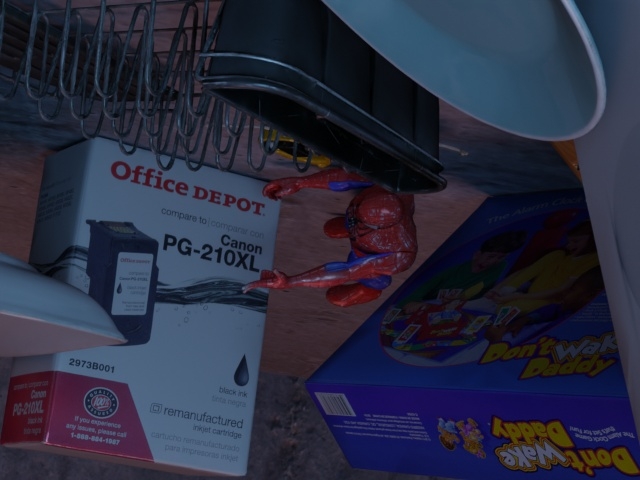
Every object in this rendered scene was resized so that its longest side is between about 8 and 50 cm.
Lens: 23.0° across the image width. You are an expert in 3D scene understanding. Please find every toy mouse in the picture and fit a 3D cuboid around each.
[{"bbox_3d":[0.034,-0.067,0.990,0.143,0.031,0.161,0,167,39],"label":"toy mouse"}]

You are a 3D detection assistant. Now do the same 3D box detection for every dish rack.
[{"bbox_3d":[-0.083,-0.086,0.866,0.271,0.074,0.208,2,168,30],"label":"dish rack"}]

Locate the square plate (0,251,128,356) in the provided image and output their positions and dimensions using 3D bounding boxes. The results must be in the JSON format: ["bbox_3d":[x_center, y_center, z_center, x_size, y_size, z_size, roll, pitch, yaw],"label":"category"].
[{"bbox_3d":[-0.348,0.017,1.077,0.347,0.049,0.344,18,165,-29],"label":"square plate"}]

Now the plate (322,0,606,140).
[{"bbox_3d":[0.037,-0.109,0.592,0.188,0.024,0.188,40,168,10],"label":"plate"}]

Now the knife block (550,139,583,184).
[{"bbox_3d":[0.272,-0.053,0.797,0.276,0.242,0.088,53,169,5],"label":"knife block"}]

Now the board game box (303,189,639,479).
[{"bbox_3d":[0.188,0.055,1.008,0.347,0.233,0.078,-3,122,49],"label":"board game box"}]

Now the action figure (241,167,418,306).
[{"bbox_3d":[0.000,0.000,1.200,0.139,0.091,0.280,-3,171,-7],"label":"action figure"}]

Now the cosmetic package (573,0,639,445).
[{"bbox_3d":[0.188,-0.019,0.516,0.138,0.224,0.225,-10,173,-8],"label":"cosmetic package"}]

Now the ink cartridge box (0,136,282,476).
[{"bbox_3d":[-0.137,0.055,1.227,0.172,0.237,0.100,14,166,-29],"label":"ink cartridge box"}]
